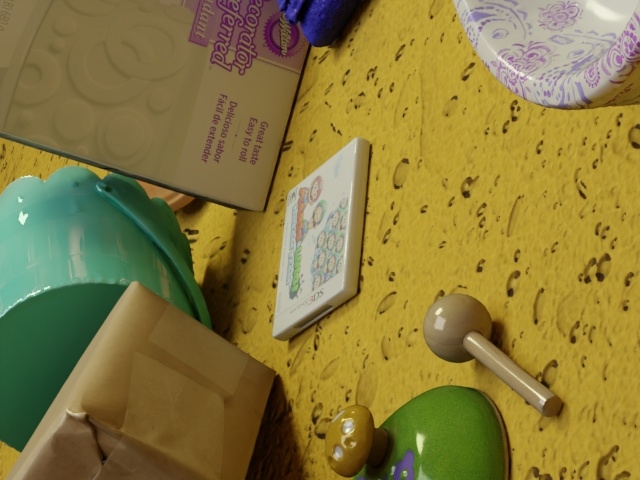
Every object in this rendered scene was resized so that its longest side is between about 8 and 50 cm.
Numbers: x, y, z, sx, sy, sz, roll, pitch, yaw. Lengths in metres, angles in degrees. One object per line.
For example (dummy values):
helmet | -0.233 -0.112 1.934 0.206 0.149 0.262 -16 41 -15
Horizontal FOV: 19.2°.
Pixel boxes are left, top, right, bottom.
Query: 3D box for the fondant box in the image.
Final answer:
fondant box | -0.188 -0.188 1.926 0.096 0.330 0.238 7 81 66

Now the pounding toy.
pounding toy | 0.057 0.163 1.398 0.237 0.110 0.183 -66 23 18

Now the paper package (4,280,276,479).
paper package | -0.197 0.237 1.687 0.309 0.168 0.325 -55 7 18

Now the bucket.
bucket | -0.249 0.085 1.972 0.281 0.281 0.183 -61 27 28

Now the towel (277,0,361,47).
towel | 0.043 -0.368 1.851 0.308 0.076 0.228 -54 30 39

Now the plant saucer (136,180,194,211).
plant saucer | -0.167 -0.129 2.159 0.200 0.037 0.200 -27 52 41

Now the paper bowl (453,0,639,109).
paper bowl | 0.202 -0.230 1.220 0.284 0.148 0.284 27 121 60

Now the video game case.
video game case | 0.000 0.000 1.765 0.143 0.019 0.157 -37 41 55
